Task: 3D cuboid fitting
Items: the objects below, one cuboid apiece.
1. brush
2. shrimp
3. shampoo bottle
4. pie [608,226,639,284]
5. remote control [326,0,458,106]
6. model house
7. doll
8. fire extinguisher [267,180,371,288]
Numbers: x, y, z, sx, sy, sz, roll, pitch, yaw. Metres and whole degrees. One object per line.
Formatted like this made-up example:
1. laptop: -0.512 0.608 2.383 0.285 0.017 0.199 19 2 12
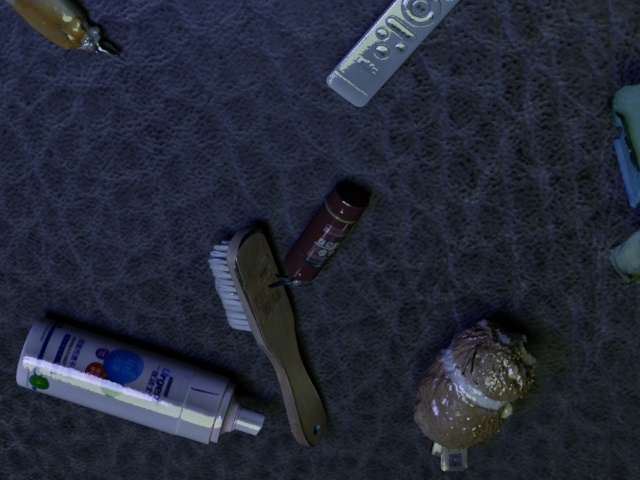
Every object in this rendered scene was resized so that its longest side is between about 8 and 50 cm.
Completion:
1. brush: -0.062 0.118 1.623 0.065 0.070 0.327 7 133 33
2. shrimp: -0.280 -0.307 1.343 0.185 0.068 0.287 16 131 5
3. shampoo bottle: -0.215 0.181 1.689 0.303 0.092 0.092 18 129 2
4. pie: 0.397 -0.009 1.343 0.241 0.054 0.240 -15 164 -4
5. remote control: 0.077 -0.208 1.353 0.050 0.027 0.184 35 123 -15
6. model house: 0.352 -0.079 1.339 0.148 0.119 0.148 -13 157 -4
7. doll: 0.166 0.178 1.580 0.115 0.105 0.221 -11 147 -30
8. fire extinguisher: 0.000 0.000 1.523 0.064 0.043 0.158 -4 143 -38
